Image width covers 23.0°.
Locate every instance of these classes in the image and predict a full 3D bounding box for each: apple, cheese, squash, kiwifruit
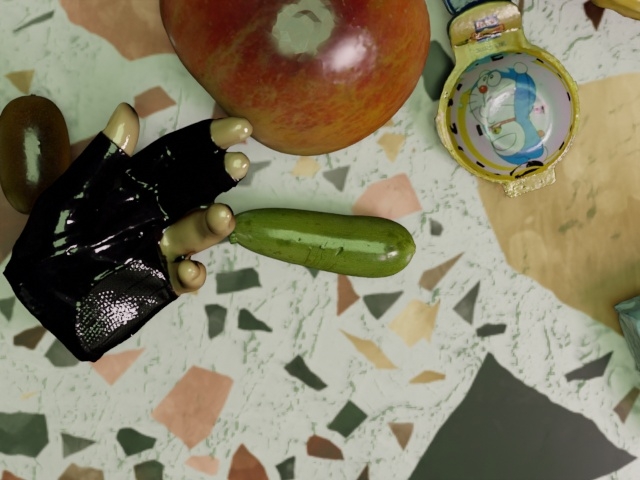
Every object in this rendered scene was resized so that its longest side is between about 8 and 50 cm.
[{"bbox_3d":[-0.019,-0.229,1.572,0.251,0.163,0.293,-40,98,1],"label":"apple"},{"bbox_3d":[0.186,-0.168,1.639,0.156,0.064,0.250,-18,98,-4],"label":"cheese"},{"bbox_3d":[0.000,0.000,1.639,0.201,0.066,0.066,7,94,-5],"label":"squash"},{"bbox_3d":[-0.294,-0.088,1.608,0.075,0.075,0.124,-1,91,-4],"label":"kiwifruit"}]

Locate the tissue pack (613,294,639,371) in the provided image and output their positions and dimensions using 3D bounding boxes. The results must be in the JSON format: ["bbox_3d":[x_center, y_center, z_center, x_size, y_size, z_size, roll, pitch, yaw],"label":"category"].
[{"bbox_3d":[0.469,0.100,1.672,0.263,0.089,0.177,-24,98,-1],"label":"tissue pack"}]

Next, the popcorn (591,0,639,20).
[{"bbox_3d":[0.329,-0.402,1.493,0.344,0.354,0.390,-9,94,-22],"label":"popcorn"}]

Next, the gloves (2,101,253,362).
[{"bbox_3d":[-0.185,-0.023,1.575,0.301,0.152,0.197,-33,113,24],"label":"gloves"}]
